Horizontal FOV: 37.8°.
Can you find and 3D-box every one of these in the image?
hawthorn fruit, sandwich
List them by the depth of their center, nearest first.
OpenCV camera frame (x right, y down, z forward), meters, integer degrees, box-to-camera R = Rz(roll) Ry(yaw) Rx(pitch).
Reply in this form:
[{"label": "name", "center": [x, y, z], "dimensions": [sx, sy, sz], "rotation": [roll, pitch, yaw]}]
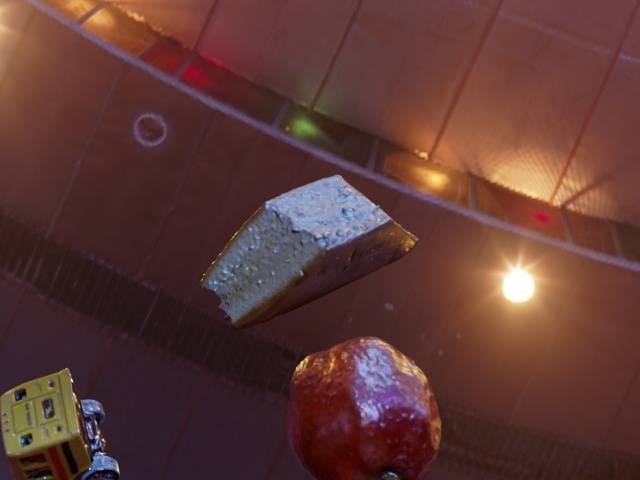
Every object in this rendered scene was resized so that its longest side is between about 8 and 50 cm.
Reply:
[{"label": "sandwich", "center": [0.000, 0.000, 0.978], "dimensions": [0.094, 0.258, 0.096], "rotation": [43, -42, 26]}, {"label": "hawthorn fruit", "center": [0.062, 0.252, 1.230], "dimensions": [0.205, 0.253, 0.205], "rotation": [-8, -48, -9]}]

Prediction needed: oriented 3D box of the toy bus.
[{"label": "toy bus", "center": [-0.322, 0.322, 1.235], "dimensions": [0.123, 0.121, 0.336], "rotation": [-16, -45, -13]}]
